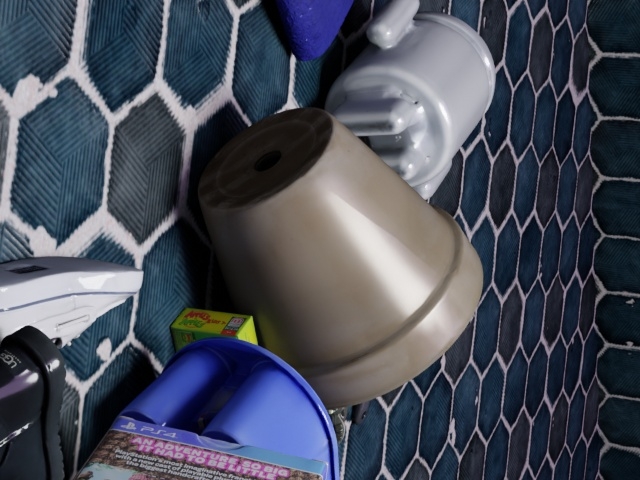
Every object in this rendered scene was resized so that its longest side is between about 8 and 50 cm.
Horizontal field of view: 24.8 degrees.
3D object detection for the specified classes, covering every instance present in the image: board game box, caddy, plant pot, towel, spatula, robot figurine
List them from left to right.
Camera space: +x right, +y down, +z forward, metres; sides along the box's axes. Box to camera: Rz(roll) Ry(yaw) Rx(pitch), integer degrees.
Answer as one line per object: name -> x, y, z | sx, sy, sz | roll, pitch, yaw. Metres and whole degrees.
board game box -> -0.142, 0.322, 1.412 | 0.291, 0.232, 0.141 | -58, 157, -63
board game box -> -0.118, 0.172, 1.784 | 0.043, 0.092, 0.181 | -55, 144, -50
caddy -> -0.099, 0.279, 1.675 | 0.179, 0.241, 0.341 | -40, 133, -52
towel -> -0.014, -0.400, 1.872 | 0.227, 0.076, 0.308 | -63, 158, -22
plant pot -> 0.000, 0.000, 1.796 | 0.280, 0.323, 0.323 | 58, 42, -32
spatula -> 0.084, 0.147, 2.318 | 0.084, 0.030, 0.296 | 14, 83, -65
robot figurine -> 0.135, -0.211, 2.130 | 0.353, 0.200, 0.299 | -50, 136, -51

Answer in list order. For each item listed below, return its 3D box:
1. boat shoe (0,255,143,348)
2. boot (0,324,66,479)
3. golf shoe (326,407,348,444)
boat shoe -> -0.272, 0.066, 1.427 | 0.258, 0.095, 0.084 | -6, 106, -55
boot -> -0.333, 0.207, 1.311 | 0.207, 0.094, 0.246 | -33, 150, -40
golf shoe -> 0.000, 0.157, 2.075 | 0.120, 0.105, 0.272 | -56, 154, -74
